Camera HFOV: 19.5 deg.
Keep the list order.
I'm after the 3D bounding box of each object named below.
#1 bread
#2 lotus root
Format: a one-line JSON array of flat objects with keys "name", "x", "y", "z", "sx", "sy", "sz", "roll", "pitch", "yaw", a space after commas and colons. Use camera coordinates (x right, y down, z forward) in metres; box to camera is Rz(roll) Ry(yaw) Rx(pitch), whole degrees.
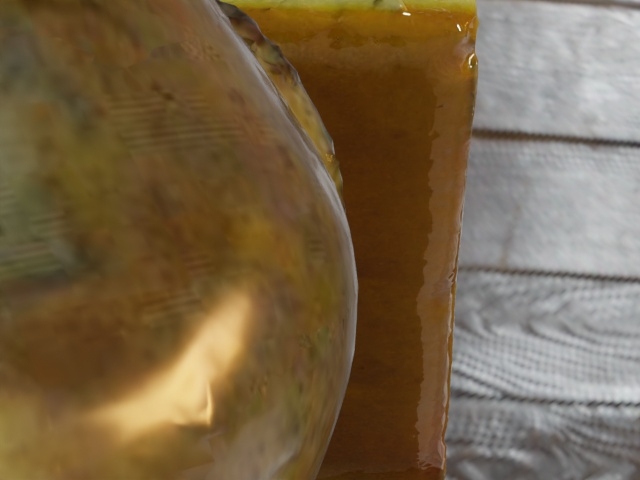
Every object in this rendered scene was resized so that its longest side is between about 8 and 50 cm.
[{"name": "bread", "x": 0.000, "y": 0.001, "z": 0.917, "sx": 0.138, "sy": 0.077, "sz": 0.361, "roll": 0, "pitch": 139, "yaw": 0}, {"name": "lotus root", "x": -0.100, "y": -0.010, "z": 0.379, "sx": 0.260, "sy": 0.267, "sz": 0.149, "roll": -9, "pitch": 137, "yaw": -41}]
